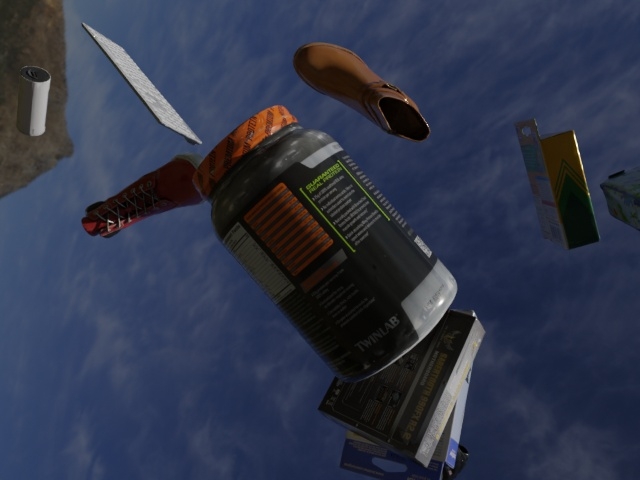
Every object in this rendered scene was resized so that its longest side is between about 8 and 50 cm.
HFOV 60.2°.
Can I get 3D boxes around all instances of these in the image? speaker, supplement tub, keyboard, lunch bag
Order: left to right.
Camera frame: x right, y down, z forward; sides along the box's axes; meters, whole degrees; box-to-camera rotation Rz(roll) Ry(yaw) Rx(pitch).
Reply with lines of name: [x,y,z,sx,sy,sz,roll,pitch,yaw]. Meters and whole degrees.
speaker: [-0.580,-0.280,1.115,0.055,0.055,0.136,-103,-148,-42]
keyboard: [-0.239,-0.209,0.725,0.014,0.072,0.256,-46,-121,6]
supplement tub: [0.000,0.000,0.415,0.117,0.190,0.117,-40,179,-1]
lunch bag: [0.678,-0.096,1.089,0.176,0.090,0.219,-20,-166,10]

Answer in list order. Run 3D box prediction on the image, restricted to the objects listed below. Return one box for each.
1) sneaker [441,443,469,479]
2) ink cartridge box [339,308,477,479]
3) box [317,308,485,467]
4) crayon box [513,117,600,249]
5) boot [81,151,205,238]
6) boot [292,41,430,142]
sneaker: [0.259,0.492,1.177,0.107,0.124,0.283,-102,-172,-80]
ink cartridge box: [0.159,0.267,0.972,0.186,0.065,0.311,2,-121,31]
box: [0.127,0.205,0.869,0.183,0.056,0.231,13,-116,38]
crayon box: [0.584,-0.154,1.377,0.083,0.322,0.203,-17,-173,9]
boot: [-0.285,-0.062,0.895,0.176,0.088,0.244,-37,-163,-36]
boot: [0.059,-0.205,0.757,0.073,0.197,0.152,-62,-162,21]
